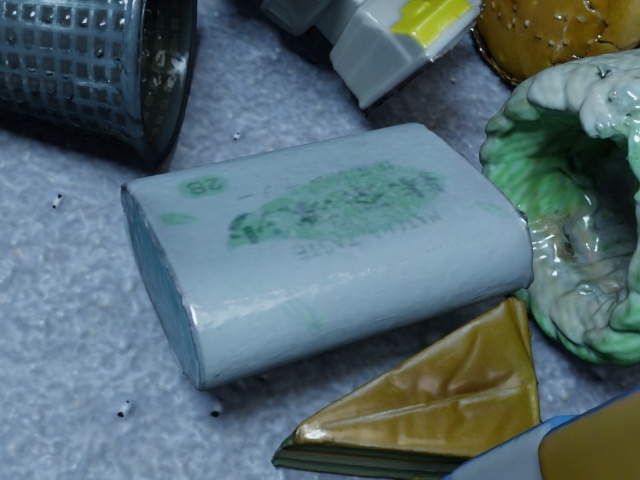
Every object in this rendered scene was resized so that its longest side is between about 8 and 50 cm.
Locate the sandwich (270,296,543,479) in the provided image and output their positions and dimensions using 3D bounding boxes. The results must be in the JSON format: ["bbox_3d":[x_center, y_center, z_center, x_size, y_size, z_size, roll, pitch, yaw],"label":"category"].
[{"bbox_3d":[0.054,0.094,0.562,0.164,0.079,0.113,7,61,-10],"label":"sandwich"}]

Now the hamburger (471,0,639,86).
[{"bbox_3d":[0.249,-0.241,0.695,0.212,0.245,0.260,-14,89,-23],"label":"hamburger"}]

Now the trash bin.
[{"bbox_3d":[-0.177,-0.147,0.576,0.161,0.175,0.175,7,63,-1],"label":"trash bin"}]

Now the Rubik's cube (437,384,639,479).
[{"bbox_3d":[0.254,0.254,0.387,0.347,0.344,0.346,2,65,-16],"label":"Rubik's cube"}]

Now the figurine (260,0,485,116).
[{"bbox_3d":[-0.011,-0.235,0.638,0.308,0.308,0.143,44,94,9],"label":"figurine"}]

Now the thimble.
[{"bbox_3d":[0.219,-0.031,0.587,0.150,0.219,0.218,-15,69,-18],"label":"thimble"}]

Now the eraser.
[{"bbox_3d":[0.000,0.000,0.569,0.227,0.081,0.174,-14,39,-22],"label":"eraser"}]
